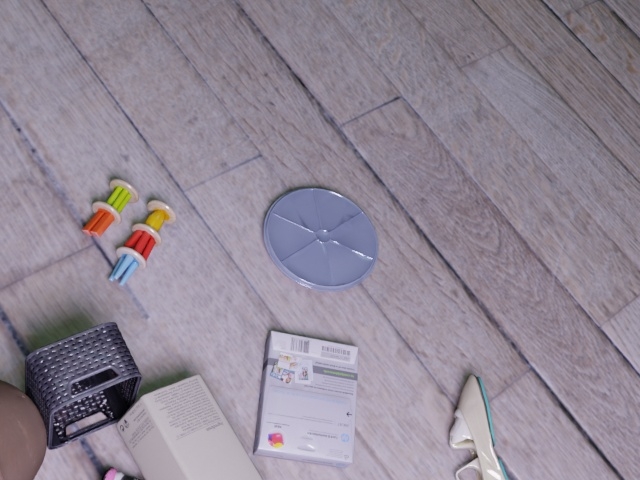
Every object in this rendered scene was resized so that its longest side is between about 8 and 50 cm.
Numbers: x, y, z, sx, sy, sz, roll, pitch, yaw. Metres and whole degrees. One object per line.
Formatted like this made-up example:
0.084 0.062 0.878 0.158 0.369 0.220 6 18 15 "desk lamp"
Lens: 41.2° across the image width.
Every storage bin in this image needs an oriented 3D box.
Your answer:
-0.315 0.194 1.126 0.122 0.180 0.084 -21 70 -28 "storage bin"

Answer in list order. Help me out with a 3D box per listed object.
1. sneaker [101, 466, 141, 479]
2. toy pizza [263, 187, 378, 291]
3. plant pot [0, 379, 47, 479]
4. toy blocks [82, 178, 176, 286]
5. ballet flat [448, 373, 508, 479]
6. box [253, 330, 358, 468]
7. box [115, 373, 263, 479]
-0.261 0.385 1.100 0.077 0.072 0.178 16 59 -12 "sneaker"
0.000 0.000 1.436 0.201 0.032 0.201 9 57 -14 "toy pizza"
-0.444 0.267 0.989 0.263 0.263 0.229 36 15 4 "plant pot"
-0.311 -0.010 1.322 0.123 0.054 0.148 29 56 -2 "toy blocks"
0.239 0.329 1.303 0.086 0.086 0.248 -3 63 -21 "ballet flat"
-0.019 0.239 1.286 0.145 0.038 0.186 11 57 -12 "box"
-0.152 0.326 1.140 0.113 0.094 0.275 -13 64 -49 "box"
